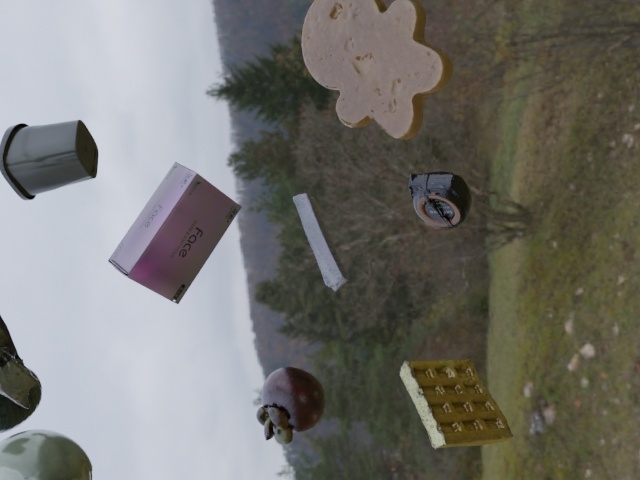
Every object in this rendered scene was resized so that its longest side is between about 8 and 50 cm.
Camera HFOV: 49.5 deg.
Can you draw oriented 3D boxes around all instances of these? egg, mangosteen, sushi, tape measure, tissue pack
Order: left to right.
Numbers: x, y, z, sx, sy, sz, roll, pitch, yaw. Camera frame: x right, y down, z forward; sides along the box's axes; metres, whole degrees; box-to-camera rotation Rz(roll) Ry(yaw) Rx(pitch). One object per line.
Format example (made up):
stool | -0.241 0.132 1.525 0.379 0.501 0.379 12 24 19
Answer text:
sushi | -0.826 0.316 1.766 0.273 0.134 0.109 58 158 2
egg | -0.481 0.411 1.176 0.217 0.183 0.183 -27 61 47
tissue pack | -0.294 -0.015 1.407 0.148 0.092 0.246 38 -97 -46
mangosteen | -0.103 0.535 2.220 0.258 0.215 0.215 -58 -24 -34
tape measure | 0.427 -0.147 2.438 0.135 0.202 0.223 -62 -41 -36

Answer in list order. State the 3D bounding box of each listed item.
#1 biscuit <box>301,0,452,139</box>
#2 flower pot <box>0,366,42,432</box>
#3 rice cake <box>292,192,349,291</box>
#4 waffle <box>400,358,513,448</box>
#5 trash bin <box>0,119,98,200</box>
biscuit | 0.098 -0.361 1.373 0.355 0.052 0.275 43 119 28
flower pot | -0.942 0.475 2.075 0.243 0.189 0.157 -65 -43 -70
rice cake | 0.000 0.000 2.263 0.056 0.072 0.365 15 -135 -53
waffle | 0.337 0.406 1.743 0.055 0.221 0.248 -63 35 34
trash bin | -0.892 -0.278 2.308 0.220 0.250 0.219 74 -173 -56
